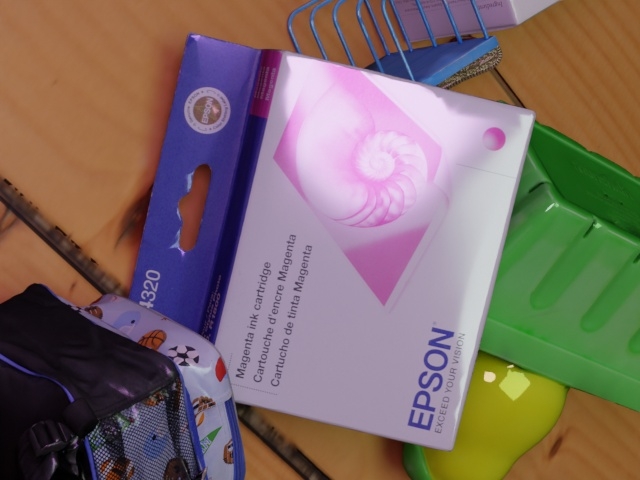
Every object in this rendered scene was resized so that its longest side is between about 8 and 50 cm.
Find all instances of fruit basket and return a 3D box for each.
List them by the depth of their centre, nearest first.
[{"bbox_3d":[0.202,0.084,1.450,0.392,0.283,0.392,-10,136,-10],"label":"fruit basket"}]

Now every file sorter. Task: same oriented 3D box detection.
[{"bbox_3d":[0.065,-0.207,1.336,0.118,0.170,0.104,-35,110,-30],"label":"file sorter"}]

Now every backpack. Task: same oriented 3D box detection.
[{"bbox_3d":[-0.192,0.185,1.132,0.213,0.276,0.263,-18,116,-33],"label":"backpack"}]

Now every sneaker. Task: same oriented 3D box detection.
[{"bbox_3d":[0.137,-0.193,1.476,0.118,0.067,0.042,-18,108,-4],"label":"sneaker"}]

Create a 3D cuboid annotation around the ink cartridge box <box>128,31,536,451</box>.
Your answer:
[{"bbox_3d":[0.000,0.000,1.229,0.330,0.071,0.324,12,95,-2],"label":"ink cartridge box"}]

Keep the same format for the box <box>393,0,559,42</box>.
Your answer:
[{"bbox_3d":[0.186,-0.303,1.412,0.181,0.182,0.119,-33,110,-31],"label":"box"}]
